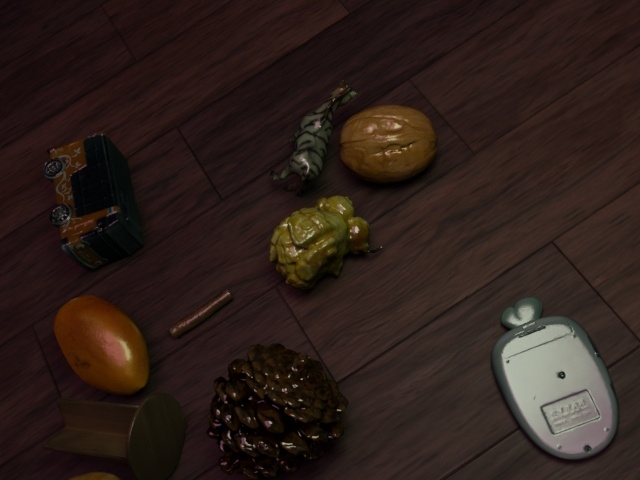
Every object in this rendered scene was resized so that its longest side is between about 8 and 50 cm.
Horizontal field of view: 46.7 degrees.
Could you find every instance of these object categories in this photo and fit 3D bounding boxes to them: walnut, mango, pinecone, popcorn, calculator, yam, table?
[{"bbox_3d":[0.139,-0.197,1.518,0.206,0.159,0.159,-6,64,10],"label":"walnut"},{"bbox_3d":[-0.435,0.214,1.494,0.252,0.126,0.154,39,92,26],"label":"mango"},{"bbox_3d":[-0.086,0.299,1.312,0.257,0.243,0.244,-41,52,43],"label":"pinecone"},{"bbox_3d":[-0.002,0.009,1.467,0.173,0.168,0.195,29,38,36],"label":"popcorn"},{"bbox_3d":[0.406,0.236,1.307,0.185,0.041,0.299,-21,64,5],"label":"calculator"},{"bbox_3d":[-0.245,0.150,1.525,0.145,0.032,0.032,-35,62,-2],"label":"yam"},{"bbox_3d":[-0.399,0.366,1.409,0.226,0.167,0.167,-1,65,24],"label":"table"}]

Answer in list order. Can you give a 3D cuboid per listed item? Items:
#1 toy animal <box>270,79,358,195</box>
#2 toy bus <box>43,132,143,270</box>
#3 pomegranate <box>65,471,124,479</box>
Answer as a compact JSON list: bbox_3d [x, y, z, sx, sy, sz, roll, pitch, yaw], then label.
[{"bbox_3d":[-0.020,-0.214,1.562,0.089,0.170,0.255,23,84,-17],"label":"toy animal"},{"bbox_3d":[-0.500,-0.088,1.645,0.167,0.138,0.275,-20,60,3],"label":"toy bus"},{"bbox_3d":[-0.394,0.528,1.278,0.248,0.248,0.248,-6,65,12],"label":"pomegranate"}]
